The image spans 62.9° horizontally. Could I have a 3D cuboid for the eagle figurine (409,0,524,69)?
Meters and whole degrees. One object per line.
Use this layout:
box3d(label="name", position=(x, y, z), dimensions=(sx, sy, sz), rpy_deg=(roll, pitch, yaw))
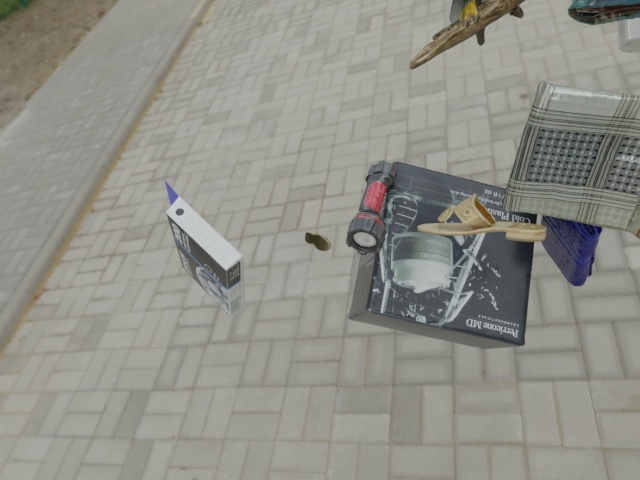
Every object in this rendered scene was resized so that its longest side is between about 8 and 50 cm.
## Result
box3d(label="eagle figurine", position=(0.153, -0.393, 0.614), dimensions=(0.227, 0.298, 0.225), rpy_deg=(-28, -1, -29))

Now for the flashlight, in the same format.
box3d(label="flashlight", position=(0.149, -0.100, 1.417), dimensions=(0.103, 0.103, 0.303), rpy_deg=(13, 50, 11))

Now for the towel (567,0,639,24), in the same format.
box3d(label="towel", position=(0.389, -0.381, 0.472), dimensions=(0.369, 0.040, 0.271), rpy_deg=(-62, 7, 19))

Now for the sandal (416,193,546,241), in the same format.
box3d(label="sandal", position=(0.310, -0.051, 1.016), dimensions=(0.240, 0.079, 0.088), rpy_deg=(6, 16, 23))

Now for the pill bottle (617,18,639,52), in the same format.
box3d(label="pill bottle", position=(0.926, -0.674, 1.504), dimensions=(0.131, 0.131, 0.229), rpy_deg=(-2, 89, 24))

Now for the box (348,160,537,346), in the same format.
box3d(label="box", position=(0.381, 0.062, 1.657), dimensions=(0.481, 0.297, 0.470), rpy_deg=(13, 76, -5))

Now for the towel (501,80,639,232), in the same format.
box3d(label="towel", position=(0.594, -0.170, 1.138), dimensions=(0.325, 0.311, 0.056), rpy_deg=(10, 31, 5))

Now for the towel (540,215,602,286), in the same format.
box3d(label="towel", position=(0.745, -0.021, 1.561), dimensions=(0.076, 0.308, 0.227), rpy_deg=(-22, 54, 3))

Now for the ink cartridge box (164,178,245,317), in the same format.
box3d(label="ink cartridge box", position=(-0.218, 0.021, 0.943), dimensions=(0.045, 0.206, 0.208), rpy_deg=(-38, 70, -24))

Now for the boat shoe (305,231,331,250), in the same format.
box3d(label="boat shoe", position=(-0.001, 0.002, 1.900), dimensions=(0.048, 0.056, 0.153), rpy_deg=(-2, 12, -33))

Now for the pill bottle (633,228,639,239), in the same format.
box3d(label="pill bottle", position=(0.976, 0.000, 1.369), dimensions=(0.162, 0.162, 0.278), rpy_deg=(-35, 60, -9))
